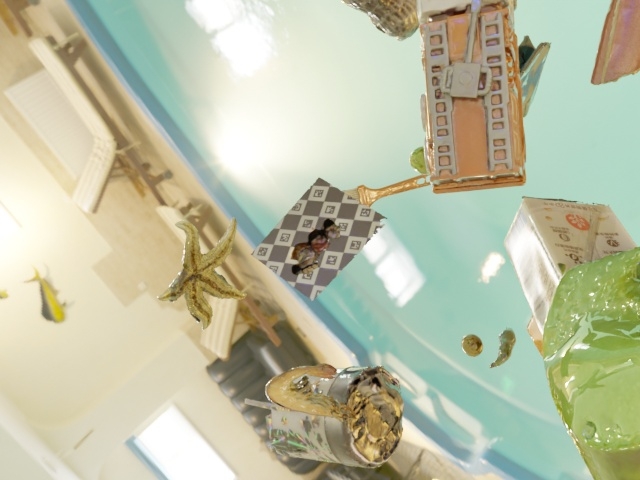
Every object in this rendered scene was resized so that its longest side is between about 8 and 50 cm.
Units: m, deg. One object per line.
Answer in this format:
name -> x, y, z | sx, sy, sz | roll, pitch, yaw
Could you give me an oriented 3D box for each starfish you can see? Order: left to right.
starfish -> -0.172, 0.041, 0.837 | 0.053, 0.176, 0.208 | 23, 158, 26

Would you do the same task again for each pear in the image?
pear -> 0.387, 0.146, 0.542 | 0.238, 0.318, 0.342 | 38, 153, -5

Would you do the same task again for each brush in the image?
brush -> 0.206, -0.149, 1.652 | 0.017, 0.314, 0.090 | -110, 4, -57

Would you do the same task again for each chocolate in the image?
chocolate -> 0.128, -0.518, 1.174 | 0.248, 0.110, 0.110 | 17, -176, -43

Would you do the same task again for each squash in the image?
squash -> 0.292, -0.181, 1.239 | 0.066, 0.201, 0.066 | 178, 90, -69

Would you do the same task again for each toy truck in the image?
toy truck -> 0.234, -0.275, 0.864 | 0.173, 0.207, 0.387 | -4, 92, 19

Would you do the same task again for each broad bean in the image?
broad bean -> 0.588, 0.331, 1.738 | 0.061, 0.195, 0.046 | -27, 104, 46

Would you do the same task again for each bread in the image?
bread -> 0.418, -0.285, 0.701 | 0.067, 0.119, 0.192 | -157, 75, -65

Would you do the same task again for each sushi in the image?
sushi -> 0.000, 0.000, 1.428 | 0.264, 0.290, 0.050 | 33, 165, 34

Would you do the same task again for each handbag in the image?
handbag -> 0.574, -0.445, 1.664 | 0.100, 0.269, 0.274 | 30, 162, 24

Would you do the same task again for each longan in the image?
longan -> 0.494, 0.342, 1.782 | 0.075, 0.075, 0.083 | 38, 172, 24

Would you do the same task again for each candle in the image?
candle -> -0.005, 0.342, 1.091 | 0.330, 0.187, 0.187 | -11, 120, 40

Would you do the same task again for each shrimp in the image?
shrimp -> 0.004, 0.239, 0.871 | 0.178, 0.034, 0.124 | 24, 125, -19

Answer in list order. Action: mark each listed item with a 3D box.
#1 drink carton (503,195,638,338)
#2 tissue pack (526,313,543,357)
drink carton -> 0.488, 0.066, 1.020 | 0.194, 0.324, 0.132 | 4, 129, -4
tissue pack -> 0.742, 0.207, 1.562 | 0.194, 0.145, 0.274 | 7, 123, -4
